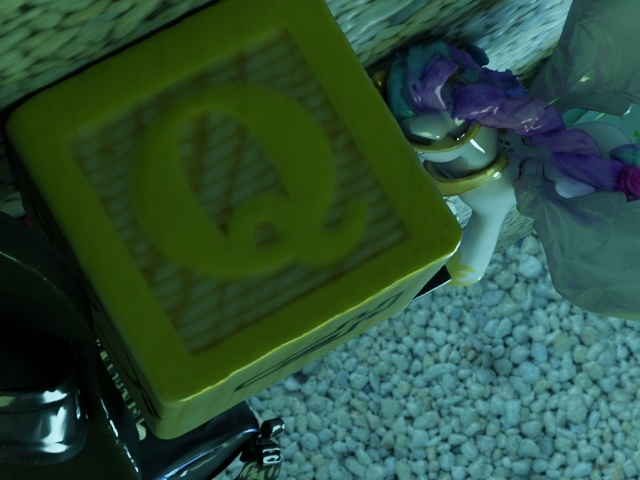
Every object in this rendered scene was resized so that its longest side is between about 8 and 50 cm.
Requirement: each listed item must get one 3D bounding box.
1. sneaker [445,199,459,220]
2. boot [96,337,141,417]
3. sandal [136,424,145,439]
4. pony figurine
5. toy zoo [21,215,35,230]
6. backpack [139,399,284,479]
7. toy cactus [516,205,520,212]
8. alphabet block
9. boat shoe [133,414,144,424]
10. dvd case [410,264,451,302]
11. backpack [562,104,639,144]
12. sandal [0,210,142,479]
[{"bbox_3d":[0.141,-0.018,2.391,0.083,0.037,0.032,-31,174,20],"label":"sneaker"},{"bbox_3d":[-0.134,0.080,1.366,0.260,0.131,0.348,-29,172,-11],"label":"boot"},{"bbox_3d":[-0.266,0.204,1.755,0.088,0.079,0.240,-22,152,37],"label":"sandal"},{"bbox_3d":[0.206,-0.058,1.489,0.351,0.302,0.363,1,164,16],"label":"pony figurine"},{"bbox_3d":[-0.194,0.013,1.323,0.293,0.030,0.192,-30,172,-6],"label":"toy zoo"},{"bbox_3d":[-0.215,0.237,2.054,0.276,0.213,0.263,-20,161,-23],"label":"backpack"},{"bbox_3d":[0.260,-0.113,2.083,0.219,0.112,0.180,-25,152,-21],"label":"toy cactus"},{"bbox_3d":[-0.055,-0.014,1.083,0.193,0.192,0.197,-31,172,-11],"label":"alphabet block"},{"bbox_3d":[-0.185,0.121,1.584,0.355,0.132,0.130,-34,153,31],"label":"boat shoe"},{"bbox_3d":[-0.005,0.080,1.657,0.180,0.022,0.253,-27,-179,-20],"label":"dvd case"},{"bbox_3d":[0.327,-0.114,1.879,0.253,0.191,0.225,-33,173,-44],"label":"backpack"},{"bbox_3d":[-0.192,0.094,1.023,0.168,0.107,0.446,-8,152,9],"label":"sandal"}]
